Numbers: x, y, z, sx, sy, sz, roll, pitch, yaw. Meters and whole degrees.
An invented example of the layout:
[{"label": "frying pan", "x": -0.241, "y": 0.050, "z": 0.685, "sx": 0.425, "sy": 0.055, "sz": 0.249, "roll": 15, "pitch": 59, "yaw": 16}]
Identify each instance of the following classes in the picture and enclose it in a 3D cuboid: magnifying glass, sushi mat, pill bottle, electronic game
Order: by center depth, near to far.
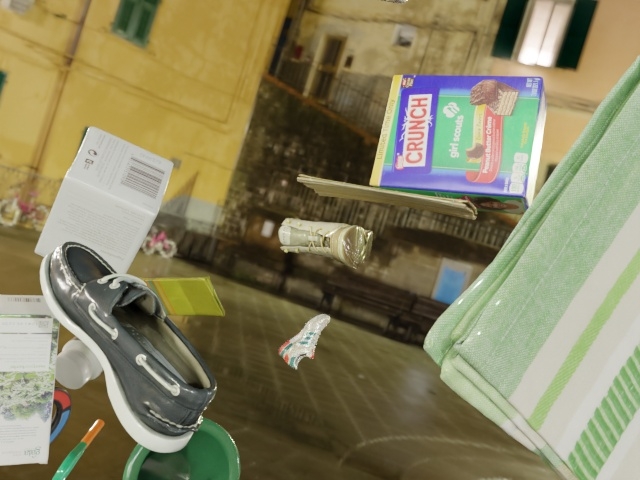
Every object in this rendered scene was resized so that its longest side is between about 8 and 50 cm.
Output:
[{"label": "pill bottle", "x": -0.391, "y": 0.190, "z": 1.301, "sx": 0.078, "sy": 0.078, "sz": 0.137, "roll": 17, "pitch": 29, "yaw": 13}, {"label": "sushi mat", "x": 0.124, "y": -0.079, "z": 1.384, "sx": 0.317, "sy": 0.019, "sz": 0.151, "roll": 11, "pitch": -4, "yaw": 21}, {"label": "magnifying glass", "x": -0.600, "y": 0.525, "z": 1.885, "sx": 0.026, "sy": 0.092, "sz": 0.231, "roll": 30, "pitch": 27, "yaw": -3}, {"label": "electronic game", "x": -0.772, "y": 0.498, "z": 2.063, "sx": 0.048, "sy": 0.229, "sz": 0.229, "roll": 30, "pitch": 5, "yaw": 25}]

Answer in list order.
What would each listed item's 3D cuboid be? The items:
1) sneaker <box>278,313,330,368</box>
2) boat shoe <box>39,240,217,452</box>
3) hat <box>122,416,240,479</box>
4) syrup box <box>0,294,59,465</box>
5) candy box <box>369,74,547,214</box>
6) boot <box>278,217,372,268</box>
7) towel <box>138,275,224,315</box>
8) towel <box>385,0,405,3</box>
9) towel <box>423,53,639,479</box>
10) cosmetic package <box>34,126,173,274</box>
[{"label": "sneaker", "x": -0.026, "y": 0.257, "z": 1.909, "sx": 0.075, "sy": 0.161, "sz": 0.057, "roll": 48, "pitch": -3, "yaw": 29}, {"label": "boat shoe", "x": -0.214, "y": 0.092, "z": 0.855, "sx": 0.302, "sy": 0.091, "sz": 0.114, "roll": 46, "pitch": 23, "yaw": 25}, {"label": "hat", "x": -0.250, "y": 0.364, "z": 1.182, "sx": 0.173, "sy": 0.208, "sz": 0.184, "roll": 58, "pitch": -27, "yaw": -11}, {"label": "syrup box", "x": -0.444, "y": 0.205, "z": 1.119, "sx": 0.093, "sy": 0.236, "sz": 0.096, "roll": 3, "pitch": 13, "yaw": -24}, {"label": "candy box", "x": 0.288, "y": -0.204, "z": 1.579, "sx": 0.317, "sy": 0.268, "sz": 0.122, "roll": 5, "pitch": -18, "yaw": 23}, {"label": "boot", "x": 0.000, "y": 0.000, "z": 1.389, "sx": 0.165, "sy": 0.077, "sz": 0.213, "roll": 9, "pitch": 3, "yaw": 13}, {"label": "towel", "x": -0.316, "y": 0.125, "z": 1.703, "sx": 0.237, "sy": 0.102, "sz": 0.021, "roll": -3, "pitch": 30, "yaw": 38}, {"label": "towel", "x": 0.156, "y": -0.587, "z": 1.495, "sx": 0.187, "sy": 0.282, "sz": 0.049, "roll": 23, "pitch": -17, "yaw": 34}, {"label": "towel", "x": 0.230, "y": 0.072, "z": 0.514, "sx": 0.325, "sy": 0.248, "sz": 0.038, "roll": 46, "pitch": -14, "yaw": -28}, {"label": "cosmetic package", "x": -0.359, "y": -0.056, "z": 1.267, "sx": 0.152, "sy": 0.183, "sz": 0.151, "roll": 24, "pitch": 36, "yaw": -17}]
